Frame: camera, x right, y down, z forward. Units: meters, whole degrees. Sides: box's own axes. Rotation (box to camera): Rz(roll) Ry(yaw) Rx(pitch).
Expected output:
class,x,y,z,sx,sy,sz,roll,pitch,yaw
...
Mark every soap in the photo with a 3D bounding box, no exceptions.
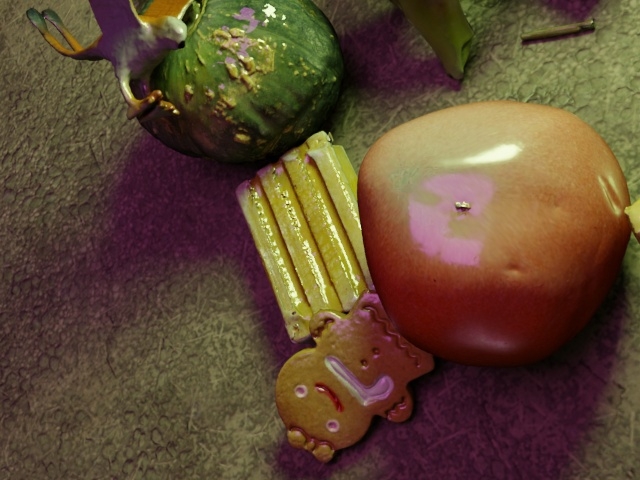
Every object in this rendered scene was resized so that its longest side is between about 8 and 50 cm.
class,x,y,z,sx,sy,sz,roll,pitch,yaw
soap,0.000,0.000,1.615,0.173,0.089,0.274,-32,58,17

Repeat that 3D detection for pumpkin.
class,x,y,z,sx,sy,sz,roll,pitch,yaw
pumpkin,-0.127,-0.251,1.686,0.328,0.257,0.291,26,84,44

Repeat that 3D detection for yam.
class,x,y,z,sx,sy,sz,roll,pitch,yaw
yam,0.326,-0.288,1.567,0.107,0.014,0.014,-6,69,30

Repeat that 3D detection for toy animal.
class,x,y,z,sx,sy,sz,roll,pitch,yaw
toy animal,-0.300,-0.282,1.588,0.284,0.225,0.302,-39,65,42

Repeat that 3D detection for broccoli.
class,x,y,z,sx,sy,sz,roll,pitch,yaw
broccoli,0.142,-0.416,1.561,0.254,0.302,0.186,-47,17,51

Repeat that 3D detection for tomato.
class,x,y,z,sx,sy,sz,roll,pitch,yaw
tomato,0.204,-0.021,1.370,0.341,0.273,0.341,-11,64,23

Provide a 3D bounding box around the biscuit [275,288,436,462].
class,x,y,z,sx,sy,sz,roll,pitch,yaw
biscuit,0.036,0.181,1.508,0.249,0.035,0.184,-43,85,18

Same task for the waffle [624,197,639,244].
class,x,y,z,sx,sy,sz,roll,pitch,yaw
waffle,0.474,-0.046,1.251,0.248,0.221,0.055,-33,58,17
